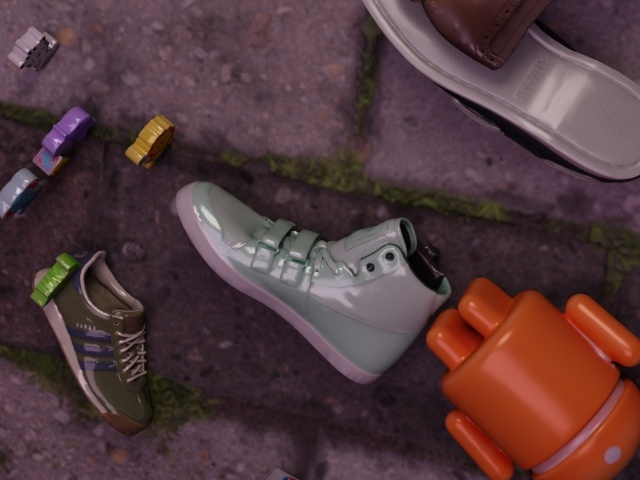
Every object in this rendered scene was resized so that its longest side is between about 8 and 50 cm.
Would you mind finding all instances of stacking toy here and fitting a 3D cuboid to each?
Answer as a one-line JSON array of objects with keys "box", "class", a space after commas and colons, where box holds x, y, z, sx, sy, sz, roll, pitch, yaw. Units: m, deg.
[{"box": [-0.265, -0.072, 1.209, 0.167, 0.052, 0.221, 39, 98, 8], "class": "stacking toy"}]

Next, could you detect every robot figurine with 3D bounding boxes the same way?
[{"box": [0.196, 0.131, 1.116, 0.219, 0.128, 0.158, 44, 73, 2], "class": "robot figurine"}]

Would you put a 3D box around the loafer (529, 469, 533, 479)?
[{"box": [0.222, 0.287, 1.187, 0.061, 0.062, 0.170, -17, 98, 24], "class": "loafer"}]

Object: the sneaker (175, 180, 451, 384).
[{"box": [0.000, 0.000, 1.155, 0.256, 0.094, 0.151, 40, 117, -7], "class": "sneaker"}]

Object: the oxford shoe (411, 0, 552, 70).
[{"box": [0.223, -0.288, 0.992, 0.364, 0.130, 0.133, -42, 107, 6], "class": "oxford shoe"}]

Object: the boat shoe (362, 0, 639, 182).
[{"box": [0.151, -0.148, 1.074, 0.302, 0.091, 0.114, 42, 87, 5], "class": "boat shoe"}]

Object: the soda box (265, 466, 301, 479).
[{"box": [-0.064, 0.342, 1.280, 0.074, 0.069, 0.216, 27, 111, 8], "class": "soda box"}]

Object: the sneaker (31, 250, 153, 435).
[{"box": [-0.205, 0.096, 1.256, 0.086, 0.064, 0.192, -29, 92, 26], "class": "sneaker"}]
